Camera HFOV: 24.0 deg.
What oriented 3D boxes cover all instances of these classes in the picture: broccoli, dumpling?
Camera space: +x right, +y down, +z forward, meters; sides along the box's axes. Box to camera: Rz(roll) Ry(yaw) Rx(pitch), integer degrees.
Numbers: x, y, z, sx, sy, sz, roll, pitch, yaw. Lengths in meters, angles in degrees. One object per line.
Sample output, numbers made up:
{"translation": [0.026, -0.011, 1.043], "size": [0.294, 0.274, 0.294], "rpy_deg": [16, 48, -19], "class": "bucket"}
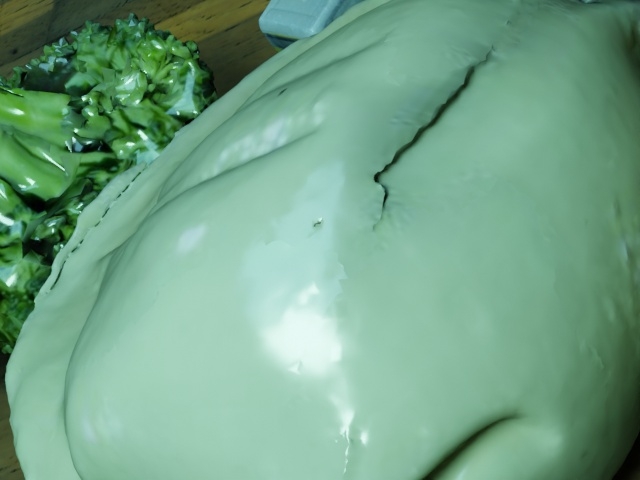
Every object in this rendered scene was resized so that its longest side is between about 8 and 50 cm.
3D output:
{"translation": [-0.161, -0.027, 0.855], "size": [0.198, 0.176, 0.226], "rpy_deg": [-99, 26, -44], "class": "broccoli"}
{"translation": [0.000, 0.000, 0.666], "size": [0.315, 0.233, 0.395], "rpy_deg": [12, 60, 35], "class": "dumpling"}

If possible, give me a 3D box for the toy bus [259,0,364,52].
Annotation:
{"translation": [0.040, -0.177, 0.873], "size": [0.064, 0.075, 0.190], "rpy_deg": [19, 74, 47], "class": "toy bus"}
